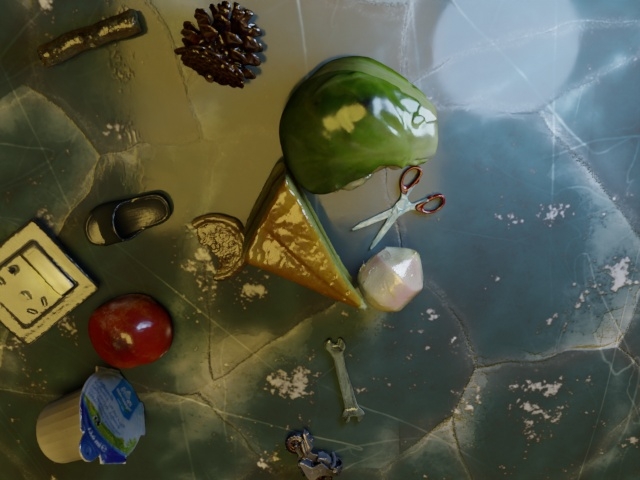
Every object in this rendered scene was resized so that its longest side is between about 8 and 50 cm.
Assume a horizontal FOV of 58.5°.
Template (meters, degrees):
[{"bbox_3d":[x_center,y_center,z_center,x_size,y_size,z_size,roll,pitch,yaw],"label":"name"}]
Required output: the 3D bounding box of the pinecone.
[{"bbox_3d":[-0.225,-0.455,1.320,0.207,0.208,0.208,-1,109,-2],"label":"pinecone"}]

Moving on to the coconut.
[{"bbox_3d":[0.192,0.093,1.529,0.171,0.171,0.183,32,107,-12],"label":"coconut"}]

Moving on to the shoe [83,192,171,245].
[{"bbox_3d":[-0.513,-0.052,1.492,0.241,0.093,0.108,-18,110,2],"label":"shoe"}]

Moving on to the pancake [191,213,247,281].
[{"bbox_3d":[-0.280,0.015,1.560,0.190,0.020,0.184,35,105,-12],"label":"pancake"}]

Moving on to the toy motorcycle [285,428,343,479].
[{"bbox_3d":[-0.013,0.672,1.760,0.122,0.080,0.215,-31,103,8],"label":"toy motorcycle"}]

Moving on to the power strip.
[{"bbox_3d":[-0.773,0.109,1.538,0.251,0.092,0.257,-38,105,1],"label":"power strip"}]

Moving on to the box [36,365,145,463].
[{"bbox_3d":[-0.662,0.530,1.597,0.206,0.291,0.262,-22,112,16],"label":"box"}]

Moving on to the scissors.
[{"bbox_3d":[0.205,-0.079,1.548,0.247,0.017,0.144,-39,105,12],"label":"scissors"}]

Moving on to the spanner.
[{"bbox_3d":[0.073,0.422,1.710,0.071,0.017,0.302,-13,109,2],"label":"spanner"}]

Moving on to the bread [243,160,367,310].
[{"bbox_3d":[0.000,0.000,1.460,0.361,0.233,0.245,27,105,-15],"label":"bread"}]

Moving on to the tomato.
[{"bbox_3d":[-0.534,0.260,1.571,0.233,0.139,0.200,-14,102,3],"label":"tomato"}]

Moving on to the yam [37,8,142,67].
[{"bbox_3d":[-0.551,-0.483,1.364,0.252,0.061,0.061,-19,108,5],"label":"yam"}]

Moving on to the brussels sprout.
[{"bbox_3d":[0.086,-0.267,1.344,0.371,0.276,0.315,-12,112,1],"label":"brussels sprout"}]
